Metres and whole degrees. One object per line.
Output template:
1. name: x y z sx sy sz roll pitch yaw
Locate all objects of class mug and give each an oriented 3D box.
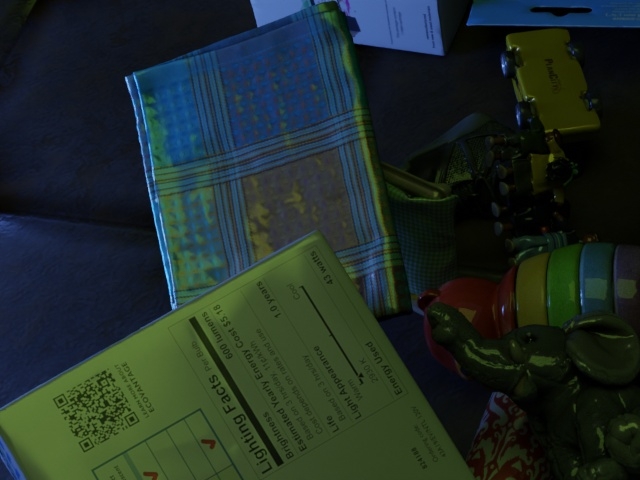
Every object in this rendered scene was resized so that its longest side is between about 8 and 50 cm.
1. mug: 0.219 0.228 1.791 0.150 0.113 0.169 15 56 25

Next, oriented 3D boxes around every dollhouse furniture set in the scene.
1. dollhouse furniture set: 0.000 0.000 1.978 0.301 0.198 0.151 26 57 30

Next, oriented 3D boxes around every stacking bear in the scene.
1. stacking bear: 0.252 0.087 1.886 0.289 0.175 0.164 -6 49 17

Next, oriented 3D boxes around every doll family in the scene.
1. doll family: 0.261 -0.047 2.014 0.111 0.193 0.076 -8 11 -15

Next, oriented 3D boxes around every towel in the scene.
1. towel: -0.062 -0.061 1.914 0.271 0.040 0.370 -17 71 15

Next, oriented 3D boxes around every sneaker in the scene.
1. sneaker: 0.167 -0.061 2.074 0.227 0.087 0.130 -35 45 -26

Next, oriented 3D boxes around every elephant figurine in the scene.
1. elephant figurine: 0.243 0.143 1.690 0.169 0.186 0.239 -33 61 8

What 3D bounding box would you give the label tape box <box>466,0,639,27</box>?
1. label tape box: 0.329 -0.401 2.282 0.240 0.106 0.334 2 34 14

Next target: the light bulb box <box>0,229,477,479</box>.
1. light bulb box: -0.073 0.244 1.668 0.361 0.225 0.358 -29 78 -15

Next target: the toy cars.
1. toy cars: 0.362 -0.125 2.098 0.393 0.087 0.176 32 58 29

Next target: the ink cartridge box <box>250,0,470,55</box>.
1. ink cartridge box: 0.063 -0.371 2.354 0.278 0.117 0.201 10 51 20
